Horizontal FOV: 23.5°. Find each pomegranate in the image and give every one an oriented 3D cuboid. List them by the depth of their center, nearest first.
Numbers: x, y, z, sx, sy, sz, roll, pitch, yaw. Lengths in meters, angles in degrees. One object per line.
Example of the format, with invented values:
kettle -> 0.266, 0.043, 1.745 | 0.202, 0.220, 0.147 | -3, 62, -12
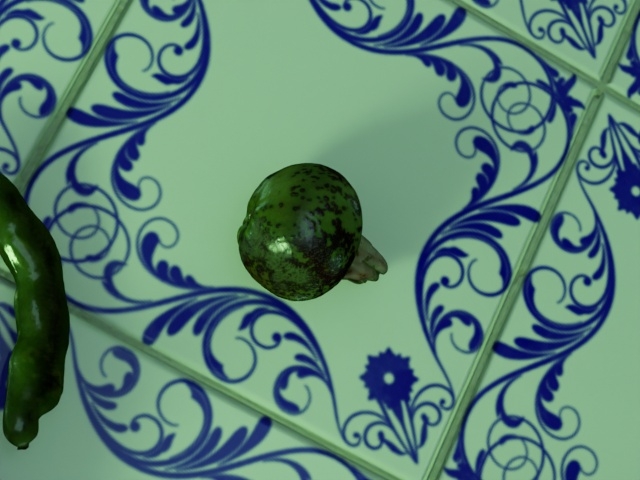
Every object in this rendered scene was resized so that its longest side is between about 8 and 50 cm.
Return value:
pomegranate -> -0.012, 0.000, 1.524 | 0.125, 0.163, 0.138 | -5, 59, 21

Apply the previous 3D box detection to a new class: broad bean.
broad bean -> -0.297, 0.041, 1.432 | 0.144, 0.049, 0.292 | -27, 93, -45
